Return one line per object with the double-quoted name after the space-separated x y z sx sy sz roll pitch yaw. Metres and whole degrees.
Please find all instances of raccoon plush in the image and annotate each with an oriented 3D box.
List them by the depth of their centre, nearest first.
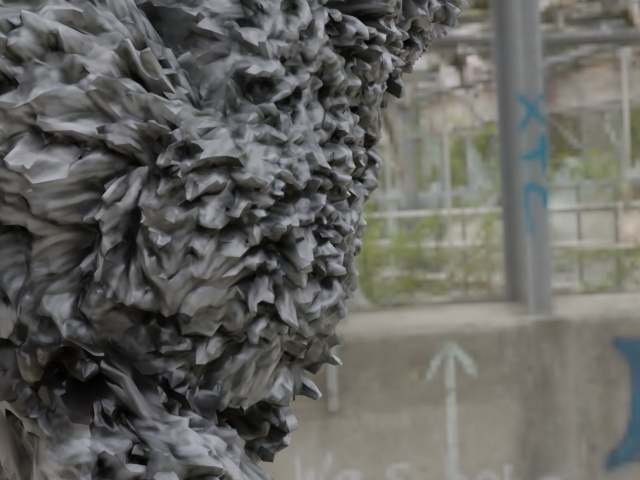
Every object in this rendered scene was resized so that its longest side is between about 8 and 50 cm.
0.000 0.000 0.546 0.299 0.446 0.216 -14 -12 -30 "raccoon plush"
